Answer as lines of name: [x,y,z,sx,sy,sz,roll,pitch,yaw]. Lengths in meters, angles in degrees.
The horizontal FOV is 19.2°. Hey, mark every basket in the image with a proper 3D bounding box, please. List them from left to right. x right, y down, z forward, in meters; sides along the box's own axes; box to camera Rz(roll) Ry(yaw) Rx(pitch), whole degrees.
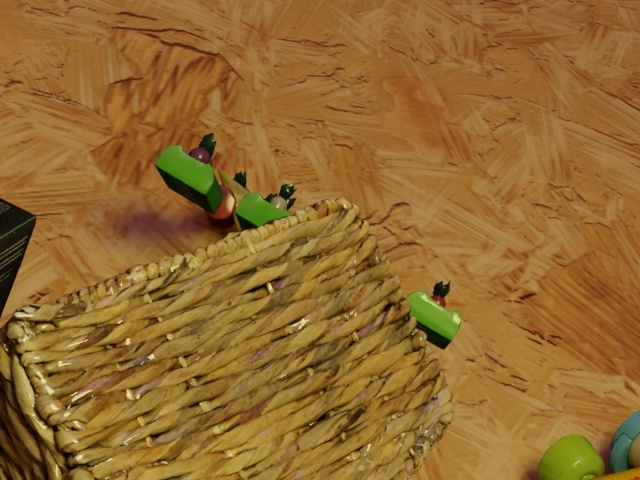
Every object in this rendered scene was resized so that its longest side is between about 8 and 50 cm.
basket: [-0.091,0.133,1.235,0.299,0.223,0.213,-21,81,-41]

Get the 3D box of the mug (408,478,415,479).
mug: [0.060,0.194,1.281,0.064,0.062,0.078,32,30,29]

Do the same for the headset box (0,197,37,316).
headset box: [-0.334,0.069,1.071,0.246,0.283,0.131,27,20,7]

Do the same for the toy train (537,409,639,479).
toy train: [0.203,0.190,1.330,0.248,0.105,0.143,-8,34,-34]

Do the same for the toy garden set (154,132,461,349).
toy garden set: [0.000,0.000,1.424,0.244,0.049,0.204,31,-6,4]
